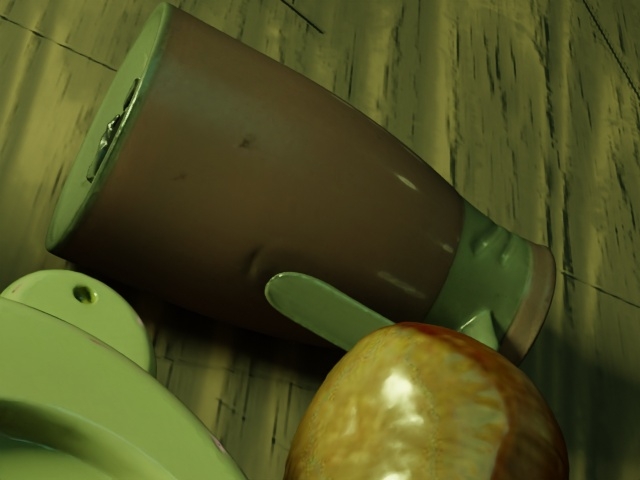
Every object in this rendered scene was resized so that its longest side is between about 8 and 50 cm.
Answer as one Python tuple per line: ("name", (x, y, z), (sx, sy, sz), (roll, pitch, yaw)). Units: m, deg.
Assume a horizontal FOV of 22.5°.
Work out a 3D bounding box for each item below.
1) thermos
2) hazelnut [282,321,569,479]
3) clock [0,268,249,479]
("thermos", (0.000, 0.000, 0.868), (0.265, 0.146, 0.176), (26, 25, -13))
("hazelnut", (0.059, 0.120, 0.748), (0.150, 0.150, 0.150), (17, 36, -13))
("clock", (-0.123, 0.157, 0.582), (0.284, 0.114, 0.309), (-8, 56, -37))
